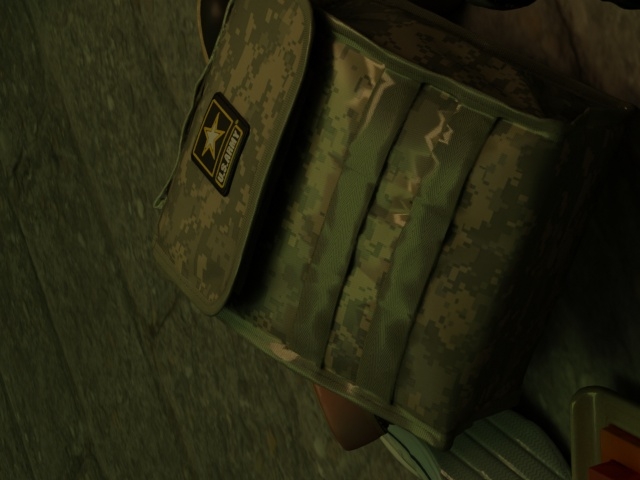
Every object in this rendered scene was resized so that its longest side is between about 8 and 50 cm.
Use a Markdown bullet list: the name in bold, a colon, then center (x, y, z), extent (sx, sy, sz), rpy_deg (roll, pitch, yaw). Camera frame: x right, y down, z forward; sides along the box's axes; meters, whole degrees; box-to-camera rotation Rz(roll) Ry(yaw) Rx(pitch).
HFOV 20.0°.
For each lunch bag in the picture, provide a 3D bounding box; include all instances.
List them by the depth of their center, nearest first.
- **lunch bag**: center (0.024, -0.039, 1.200), extent (0.287, 0.169, 0.235), rpy_deg (28, 110, 22)

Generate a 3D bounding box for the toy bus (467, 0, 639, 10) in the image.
- **toy bus**: center (0.164, -0.229, 0.951), extent (0.149, 0.220, 0.211), rpy_deg (6, 101, 61)

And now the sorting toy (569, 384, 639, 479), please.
- **sorting toy**: center (0.227, 0.205, 1.196), extent (0.196, 0.047, 0.347), rpy_deg (21, 120, 55)

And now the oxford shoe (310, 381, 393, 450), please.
- **oxford shoe**: center (0.045, -0.023, 1.424), extent (0.140, 0.147, 0.397), rpy_deg (60, -165, -55)

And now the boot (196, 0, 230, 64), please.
- **boot**: center (-0.067, -0.154, 1.555), extent (0.197, 0.077, 0.137), rpy_deg (66, -173, 16)

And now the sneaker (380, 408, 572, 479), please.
- **sneaker**: center (0.120, 0.166, 1.394), extent (0.258, 0.094, 0.091), rpy_deg (47, 174, 38)

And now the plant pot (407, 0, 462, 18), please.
- **plant pot**: center (-0.025, -0.287, 1.340), extent (0.284, 0.191, 0.284), rpy_deg (38, 134, 54)
